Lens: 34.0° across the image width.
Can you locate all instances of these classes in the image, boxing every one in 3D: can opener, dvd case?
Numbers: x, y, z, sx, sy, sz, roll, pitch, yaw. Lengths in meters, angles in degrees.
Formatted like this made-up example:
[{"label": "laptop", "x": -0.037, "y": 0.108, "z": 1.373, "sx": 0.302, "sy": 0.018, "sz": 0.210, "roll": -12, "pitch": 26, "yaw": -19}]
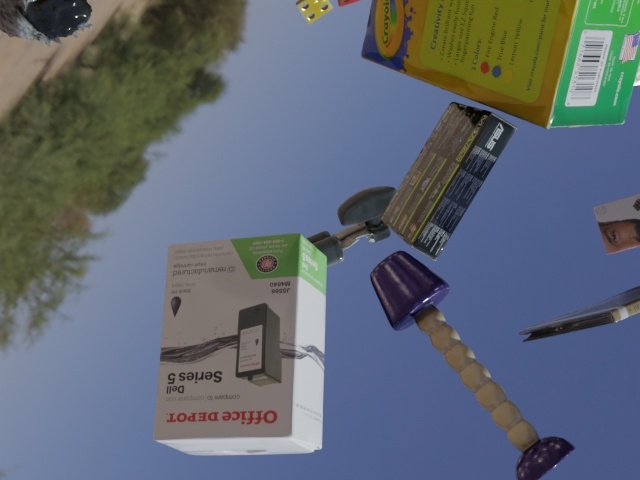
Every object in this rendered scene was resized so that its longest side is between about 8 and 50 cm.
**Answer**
[{"label": "can opener", "x": 0.000, "y": 0.000, "z": 1.648, "sx": 0.280, "sy": 0.093, "sz": 0.074, "roll": -27, "pitch": -163, "yaw": -11}, {"label": "dvd case", "x": 0.378, "y": 0.077, "z": 1.298, "sx": 0.221, "sy": 0.018, "sz": 0.164, "roll": -17, "pitch": 176, "yaw": -32}]

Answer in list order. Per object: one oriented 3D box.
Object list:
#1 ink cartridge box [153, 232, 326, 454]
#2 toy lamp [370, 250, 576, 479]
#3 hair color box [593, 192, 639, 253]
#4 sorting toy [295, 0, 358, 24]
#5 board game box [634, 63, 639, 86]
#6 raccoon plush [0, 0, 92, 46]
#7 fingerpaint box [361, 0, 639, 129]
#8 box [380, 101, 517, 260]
[{"label": "ink cartridge box", "x": -0.103, "y": 0.142, "z": 1.401, "sx": 0.198, "sy": 0.115, "sz": 0.273, "roll": -5, "pitch": -110, "yaw": 18}, {"label": "toy lamp", "x": 0.152, "y": 0.128, "z": 1.097, "sx": 0.080, "sy": 0.275, "sz": 0.080, "roll": -36, "pitch": 165, "yaw": -11}, {"label": "hair color box", "x": 0.586, "y": -0.041, "z": 1.876, "sx": 0.167, "sy": 0.093, "sz": 0.053, "roll": -18, "pitch": 175, "yaw": 29}, {"label": "sorting toy", "x": 0.015, "y": -0.427, "z": 1.525, "sx": 0.275, "sy": 0.132, "sz": 0.046, "roll": 88, "pitch": -20, "yaw": -49}, {"label": "board game box", "x": 0.471, "y": -0.388, "z": 1.505, "sx": 0.232, "sy": 0.291, "sz": 0.141, "roll": -16, "pitch": -147, "yaw": -17}, {"label": "raccoon plush", "x": -0.280, "y": -0.345, "z": 1.035, "sx": 0.446, "sy": 0.216, "sz": 0.299, "roll": 15, "pitch": -146, "yaw": 34}, {"label": "fingerpaint box", "x": 0.258, "y": -0.409, "z": 1.353, "sx": 0.371, "sy": 0.163, "sz": 0.445, "roll": 30, "pitch": -61, "yaw": 46}, {"label": "box", "x": 0.157, "y": -0.082, "z": 1.333, "sx": 0.191, "sy": 0.045, "sz": 0.184, "roll": -59, "pitch": -164, "yaw": 5}]
